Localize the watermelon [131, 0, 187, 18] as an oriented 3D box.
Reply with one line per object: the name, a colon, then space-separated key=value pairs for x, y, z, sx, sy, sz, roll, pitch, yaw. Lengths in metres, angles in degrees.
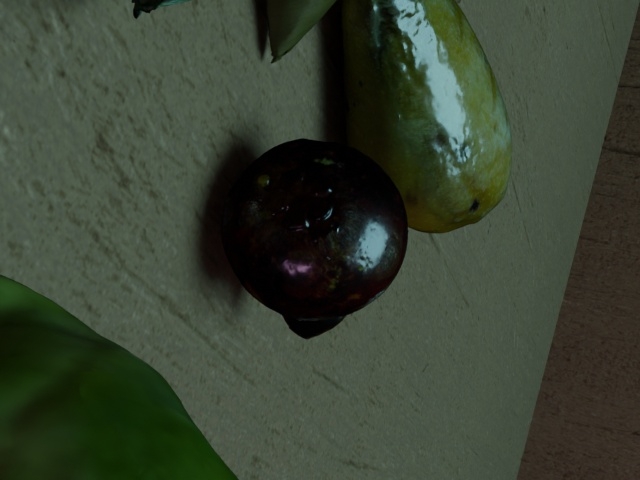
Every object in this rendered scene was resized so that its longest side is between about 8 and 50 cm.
watermelon: x=-0.015 y=-0.277 z=0.807 sx=0.264 sy=0.151 sz=0.302 roll=-152 pitch=-110 yaw=-70

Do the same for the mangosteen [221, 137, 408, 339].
mangosteen: x=-0.002 y=0.001 z=1.145 sx=0.184 sy=0.172 sz=0.172 roll=79 pitch=30 yaw=-47

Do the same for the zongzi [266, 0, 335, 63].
zongzi: x=0.026 y=-0.271 z=1.008 sx=0.274 sy=0.145 sz=0.300 roll=-126 pitch=-127 yaw=-76

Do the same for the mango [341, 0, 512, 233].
mango: x=0.098 y=-0.152 z=1.355 sx=0.176 sy=0.176 sz=0.329 roll=-106 pitch=173 yaw=-63

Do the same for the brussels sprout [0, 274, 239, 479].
brussels sprout: x=-0.181 y=0.219 z=0.504 sx=0.342 sy=0.361 sz=0.425 roll=72 pitch=36 yaw=-50
